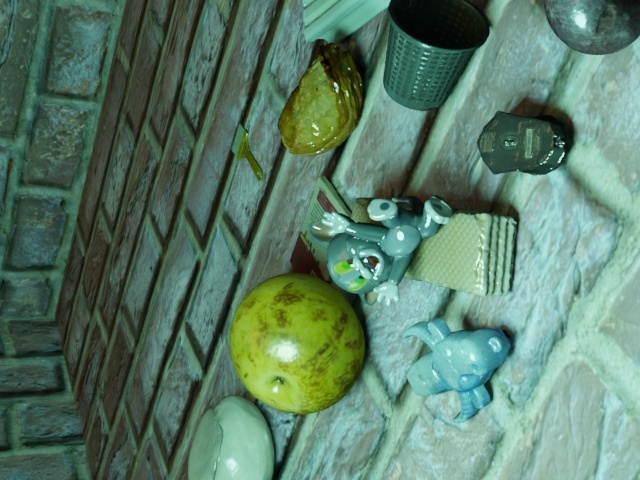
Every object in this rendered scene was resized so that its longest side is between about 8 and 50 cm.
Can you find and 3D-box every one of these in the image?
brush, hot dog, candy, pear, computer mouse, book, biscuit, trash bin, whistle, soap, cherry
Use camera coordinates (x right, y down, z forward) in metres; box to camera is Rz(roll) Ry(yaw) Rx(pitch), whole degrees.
[{"bbox_3d":[-0.181,-0.212,2.469,0.205,0.011,0.083,57,136,46],"label":"brush"},{"bbox_3d":[0.007,-0.283,2.019,0.259,0.114,0.175,-53,48,50],"label":"hot dog"},{"bbox_3d":[-0.205,0.513,2.274,0.295,0.185,0.296,-163,90,-72],"label":"candy"},{"bbox_3d":[-0.046,0.197,1.917,0.280,0.280,0.281,-9,80,61],"label":"pear"},{"bbox_3d":[0.314,-0.146,1.490,0.172,0.057,0.099,9,94,50],"label":"computer mouse"},{"bbox_3d":[0.000,0.000,2.098,0.162,0.022,0.232,56,135,45],"label":"book"},{"bbox_3d":[0.179,0.006,1.702,0.426,0.078,0.144,15,102,62],"label":"biscuit"},{"bbox_3d":[0.182,-0.316,1.657,0.161,0.175,0.175,106,152,-48],"label":"trash bin"},{"bbox_3d":[0.219,0.203,1.597,0.180,0.093,0.269,59,145,8],"label":"whistle"},{"bbox_3d":[0.059,-0.515,1.960,0.265,0.087,0.160,-22,68,59],"label":"soap"},{"bbox_3d":[0.367,-0.338,1.313,0.176,0.140,0.176,172,90,-73],"label":"cherry"}]

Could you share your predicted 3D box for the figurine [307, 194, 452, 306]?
[{"bbox_3d":[0.095,-0.007,1.632,0.265,0.193,0.140,-46,9,26],"label":"figurine"}]
